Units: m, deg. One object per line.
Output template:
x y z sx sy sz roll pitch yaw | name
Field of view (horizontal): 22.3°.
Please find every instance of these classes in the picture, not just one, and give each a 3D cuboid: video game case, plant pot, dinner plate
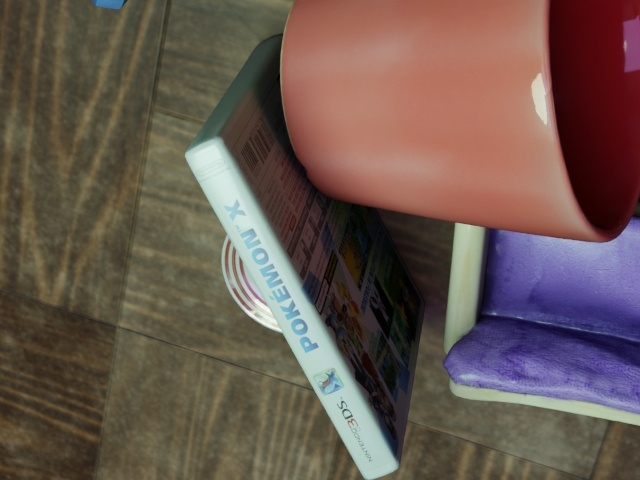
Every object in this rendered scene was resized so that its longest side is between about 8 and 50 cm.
0.000 0.000 1.369 0.036 0.329 0.300 -24 106 15 | video game case
0.117 -0.132 1.324 0.243 0.275 0.275 -2 114 27 | plant pot
-0.027 0.026 1.568 0.141 0.017 0.141 6 116 13 | dinner plate

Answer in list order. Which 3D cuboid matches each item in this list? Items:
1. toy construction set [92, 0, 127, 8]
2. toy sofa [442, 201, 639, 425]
-0.115 -0.365 1.321 0.237 0.257 0.309 -17 137 -22 | toy construction set
0.291 0.058 1.395 0.362 0.177 0.150 11 118 13 | toy sofa
